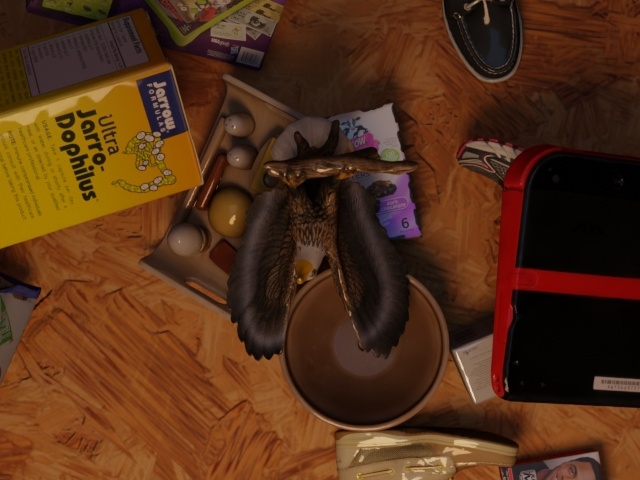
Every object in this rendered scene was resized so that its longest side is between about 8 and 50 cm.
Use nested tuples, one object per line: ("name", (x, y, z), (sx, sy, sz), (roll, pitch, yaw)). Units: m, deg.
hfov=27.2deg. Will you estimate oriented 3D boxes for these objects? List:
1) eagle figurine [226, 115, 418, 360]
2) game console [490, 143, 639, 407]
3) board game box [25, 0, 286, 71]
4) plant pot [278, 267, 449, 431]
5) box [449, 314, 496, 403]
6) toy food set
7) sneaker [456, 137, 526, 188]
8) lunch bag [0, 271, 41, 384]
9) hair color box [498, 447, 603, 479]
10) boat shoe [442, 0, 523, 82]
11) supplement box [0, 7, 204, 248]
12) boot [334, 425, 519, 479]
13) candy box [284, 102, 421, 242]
("eagle figurine", (-0.006, 0.006, 1.742), (0.226, 0.298, 0.225), (30, 50, 31))
("game console", (0.414, 0.054, 1.791), (0.386, 0.060, 0.342), (5, 91, -20))
("board game box", (-0.213, -0.372, 1.832), (0.346, 0.056, 0.208), (12, 124, -21))
("plant pot", (0.061, 0.148, 1.874), (0.237, 0.110, 0.237), (0, 88, 2))
("box", (0.240, 0.164, 1.862), (0.102, 0.101, 0.087), (-21, 98, 1))
("toy food set", (-0.107, -0.052, 1.855), (0.219, 0.092, 0.306), (29, 102, 19))
("sneaker", (0.317, -0.044, 1.864), (0.299, 0.121, 0.112), (35, 92, 4))
("lunch bag", (-0.652, 0.131, 1.858), (0.385, 0.239, 0.328), (24, 88, 16))
("hair color box", (0.329, 0.343, 1.883), (0.141, 0.043, 0.072), (-10, 86, 2))
("boat shoe", (0.221, -0.377, 1.898), (0.114, 0.091, 0.303), (-17, 86, 2))
("supplement box", (-0.364, -0.145, 1.786), (0.356, 0.194, 0.195), (-18, 126, -7))
("boot", (0.148, 0.366, 1.862), (0.262, 0.095, 0.203), (0, 86, 10))
("candy box", (0.046, -0.084, 1.904), (0.164, 0.070, 0.196), (-12, 87, 4))
